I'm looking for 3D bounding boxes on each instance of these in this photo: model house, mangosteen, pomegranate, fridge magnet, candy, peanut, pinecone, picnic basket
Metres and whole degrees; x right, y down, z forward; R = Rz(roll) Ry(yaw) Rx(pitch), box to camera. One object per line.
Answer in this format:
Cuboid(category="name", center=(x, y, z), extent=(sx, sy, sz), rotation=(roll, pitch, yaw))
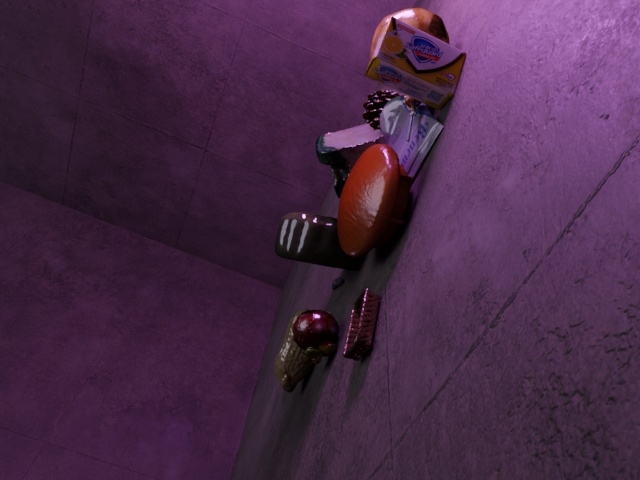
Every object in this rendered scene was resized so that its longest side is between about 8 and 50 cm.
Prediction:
Cuboid(category="model house", center=(0.133, -0.258, 1.854), extent=(0.298, 0.244, 0.284), rotation=(-94, -13, -66))
Cuboid(category="mangosteen", center=(-0.013, 0.323, 1.684), extent=(0.166, 0.166, 0.180), rotation=(125, 140, -62))
Cuboid(category="pomegranate", center=(0.306, -0.651, 1.719), extent=(0.281, 0.282, 0.281), rotation=(-158, 90, -83))
Cuboid(category="fridge magnet", center=(0.154, -0.120, 1.561), extent=(0.364, 0.155, 0.363), rotation=(-165, 90, -71))
Cuboid(category="candy", center=(0.282, -0.388, 1.557), extent=(0.060, 0.061, 0.200), rotation=(125, 159, -62))
Cuboid(category="peanut", center=(-0.081, 0.413, 1.923), extent=(0.152, 0.152, 0.312), rotation=(-173, 102, -83))
Cuboid(category="pinecone", center=(0.263, -0.520, 2.089), extent=(0.184, 0.179, 0.204), rotation=(17, -103, -75))
Cuboid(category="picnic basket", center=(0.113, 0.227, 1.353), extent=(0.110, 0.055, 0.193), rotation=(118, 171, -47))

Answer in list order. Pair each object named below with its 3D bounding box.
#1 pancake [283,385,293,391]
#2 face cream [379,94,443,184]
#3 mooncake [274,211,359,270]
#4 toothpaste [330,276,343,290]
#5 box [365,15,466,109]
Cuboid(category="pancake", center=(-0.109, 0.519, 2.194), extent=(0.294, 0.050, 0.294), rotation=(-158, 90, -82))
Cuboid(category="face cream", center=(0.295, -0.354, 1.673), extent=(0.420, 0.137, 0.234), rotation=(-99, 31, -55))
Cuboid(category="mooncake", center=(0.000, 0.000, 1.887), extent=(0.351, 0.352, 0.187), rotation=(-157, 78, -83))
Cuboid(category="toothpaste", center=(0.064, 0.172, 2.032), extent=(0.170, 0.029, 0.045), rotation=(130, 154, -74))
Cuboid(category="box", center=(0.288, -0.535, 1.522), extent=(0.097, 0.265, 0.168), rotation=(138, 155, -71))
